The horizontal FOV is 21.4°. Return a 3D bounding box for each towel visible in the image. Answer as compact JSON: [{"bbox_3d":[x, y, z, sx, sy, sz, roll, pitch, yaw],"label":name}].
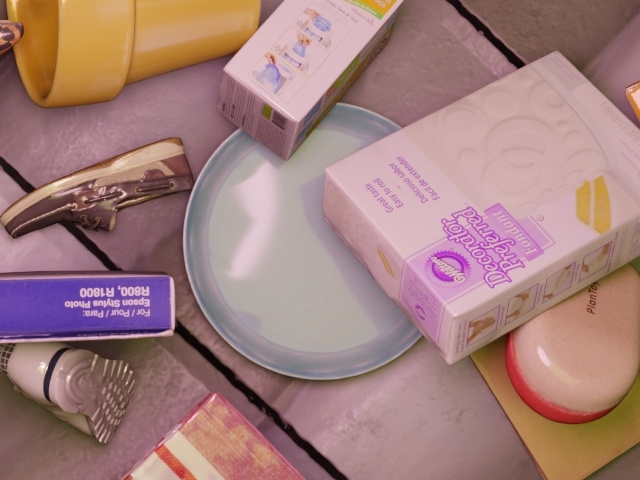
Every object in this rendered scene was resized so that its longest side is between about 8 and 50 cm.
[{"bbox_3d":[-0.150,0.352,1.792,0.329,0.037,0.237,-43,98,-4],"label":"towel"}]

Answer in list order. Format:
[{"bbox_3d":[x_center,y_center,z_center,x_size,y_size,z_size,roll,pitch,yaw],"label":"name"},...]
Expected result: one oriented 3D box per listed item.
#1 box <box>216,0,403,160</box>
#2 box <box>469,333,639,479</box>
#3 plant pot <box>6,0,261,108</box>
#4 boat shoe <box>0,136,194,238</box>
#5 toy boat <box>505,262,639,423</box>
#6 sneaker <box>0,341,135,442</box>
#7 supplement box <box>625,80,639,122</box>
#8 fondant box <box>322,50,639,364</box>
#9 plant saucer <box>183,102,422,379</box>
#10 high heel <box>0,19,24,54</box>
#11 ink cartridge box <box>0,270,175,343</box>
[{"bbox_3d":[-0.012,-0.208,1.884,0.103,0.114,0.203,37,70,6],"label":"box"},{"bbox_3d":[0.290,0.171,1.981,0.164,0.021,0.201,-32,92,-6],"label":"box"},{"bbox_3d":[-0.201,-0.278,1.839,0.239,0.254,0.254,-6,89,-21],"label":"plant pot"},{"bbox_3d":[-0.247,-0.046,1.898,0.223,0.080,0.073,-24,86,-11],"label":"boat shoe"},{"bbox_3d":[0.272,0.115,1.904,0.151,0.151,0.231,21,44,-5],"label":"toy boat"},{"bbox_3d":[-0.273,0.153,1.827,0.094,0.235,0.090,14,72,17],"label":"sneaker"},{"bbox_3d":[0.439,-0.090,1.970,0.078,0.080,0.233,-26,94,14],"label":"supplement box"},{"bbox_3d":[0.202,-0.043,1.851,0.330,0.096,0.238,-28,59,-21],"label":"fondant box"},{"bbox_3d":[0.000,0.000,1.943,0.317,0.044,0.318,0,89,-7],"label":"plant saucer"},{"bbox_3d":[-0.421,-0.129,1.858,0.261,0.093,0.186,-18,84,15],"label":"high heel"},{"bbox_3d":[-0.316,0.067,1.761,0.324,0.330,0.071,-1,88,-7],"label":"ink cartridge box"}]
